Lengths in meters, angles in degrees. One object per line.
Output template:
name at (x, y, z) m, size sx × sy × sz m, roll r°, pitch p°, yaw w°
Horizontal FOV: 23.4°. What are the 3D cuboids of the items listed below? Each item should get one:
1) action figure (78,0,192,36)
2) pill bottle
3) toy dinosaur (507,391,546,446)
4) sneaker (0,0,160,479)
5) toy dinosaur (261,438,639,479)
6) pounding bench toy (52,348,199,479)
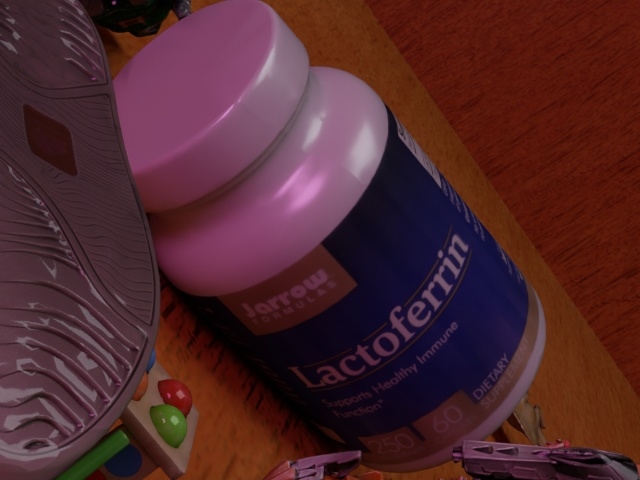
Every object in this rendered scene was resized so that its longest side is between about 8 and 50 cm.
action figure at (-0.121, -0.150, 0.931) m, size 0.232 × 0.137 × 0.063 m, roll -46°, pitch 125°, yaw -86°
pill bottle at (0.000, 0.000, 0.860) m, size 0.265 × 0.153 × 0.153 m, roll 47°, pitch 15°, yaw -33°
toy dinosaur at (0.172, 0.144, 1.395) m, size 0.183 × 0.053 × 0.092 m, roll 49°, pitch 15°, yaw -29°
sneaker at (-0.117, 0.011, 0.459) m, size 0.083 × 0.118 × 0.222 m, roll 36°, pitch 26°, yaw -30°
toy dinosaur at (0.122, 0.171, 0.665) m, size 0.322 × 0.218 × 0.164 m, roll 19°, pitch 43°, yaw 13°
pounding bench toy at (-0.082, 0.073, 0.548) m, size 0.052 × 0.065 × 0.083 m, roll 53°, pitch 12°, yaw -15°
